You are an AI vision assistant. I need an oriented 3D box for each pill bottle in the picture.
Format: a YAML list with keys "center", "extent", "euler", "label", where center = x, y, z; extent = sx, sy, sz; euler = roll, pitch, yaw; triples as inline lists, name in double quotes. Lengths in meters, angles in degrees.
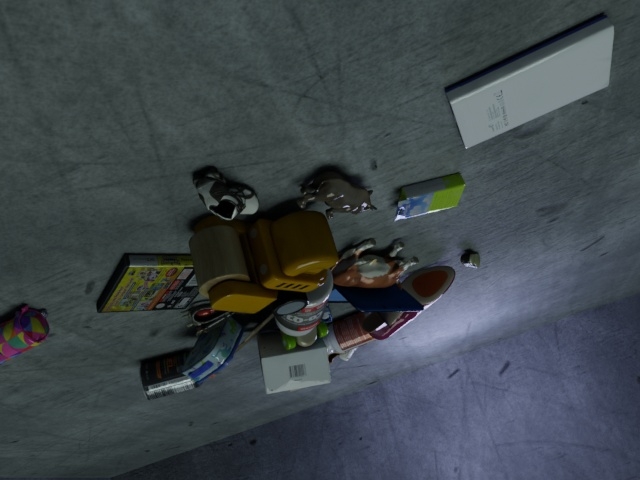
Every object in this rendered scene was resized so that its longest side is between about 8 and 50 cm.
- center: [-0.497, 0.466, 2.140]
  extent: [0.245, 0.131, 0.130]
  euler: [-14, 155, -8]
  label: "pill bottle"
- center: [0.105, 0.351, 2.300]
  extent: [0.216, 0.121, 0.121]
  euler: [-23, 154, 11]
  label: "pill bottle"
- center: [-0.058, 0.170, 1.774]
  extent: [0.161, 0.161, 0.283]
  euler: [-11, 153, -13]
  label: "pill bottle"

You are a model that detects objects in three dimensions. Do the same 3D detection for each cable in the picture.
- center: [-0.282, 0.194, 1.847]
  extent: [0.287, 0.072, 0.139]
  euler: [-29, 138, -3]
  label: "cable"

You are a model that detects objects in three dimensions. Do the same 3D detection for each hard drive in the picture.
- center: [0.427, -0.311, 1.249]
  extent: [0.318, 0.040, 0.210]
  euler: [-23, 154, 13]
  label: "hard drive"

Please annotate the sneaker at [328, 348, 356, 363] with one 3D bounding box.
- center: [0.129, 0.405, 2.429]
  extent: [0.290, 0.123, 0.106]
  euler: [-31, 150, 24]
  label: "sneaker"

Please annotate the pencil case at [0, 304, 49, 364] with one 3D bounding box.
- center: [-0.801, 0.253, 1.558]
  extent: [0.236, 0.105, 0.104]
  euler: [-29, 153, 19]
  label: "pencil case"

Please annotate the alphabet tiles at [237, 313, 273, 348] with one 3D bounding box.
- center: [-0.227, 0.314, 2.022]
  extent: [0.198, 0.009, 0.237]
  euler: [-40, 174, -42]
  label: "alphabet tiles"

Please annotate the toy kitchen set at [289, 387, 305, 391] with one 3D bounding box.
- center: [-0.085, 0.473, 2.326]
  extent: [0.122, 0.207, 0.166]
  euler: [-12, 155, -10]
  label: "toy kitchen set"

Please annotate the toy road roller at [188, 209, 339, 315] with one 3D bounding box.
- center: [-0.113, 0.032, 1.415]
  extent: [0.329, 0.203, 0.240]
  euler: [11, 142, -46]
  label: "toy road roller"

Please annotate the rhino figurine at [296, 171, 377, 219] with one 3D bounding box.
- center: [0.054, -0.097, 1.412]
  extent: [0.106, 0.073, 0.243]
  euler: [-29, 154, 29]
  label: "rhino figurine"

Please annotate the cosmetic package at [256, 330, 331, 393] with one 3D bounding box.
- center: [-0.098, 0.405, 2.125]
  extent: [0.223, 0.138, 0.225]
  euler: [-8, -167, -9]
  label: "cosmetic package"

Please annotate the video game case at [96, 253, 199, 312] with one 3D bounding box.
- center: [-0.422, 0.114, 1.585]
  extent: [0.248, 0.035, 0.275]
  euler: [1, 150, -35]
  label: "video game case"

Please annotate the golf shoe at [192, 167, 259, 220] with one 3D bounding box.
- center: [-0.191, -0.074, 1.281]
  extent: [0.077, 0.094, 0.198]
  euler: [-29, 154, 21]
  label: "golf shoe"

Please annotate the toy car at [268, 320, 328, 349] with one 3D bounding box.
- center: [-0.094, 0.283, 2.068]
  extent: [0.155, 0.149, 0.188]
  euler: [-15, -178, -30]
  label: "toy car"

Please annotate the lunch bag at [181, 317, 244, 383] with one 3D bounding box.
- center: [-0.344, 0.353, 1.948]
  extent: [0.090, 0.176, 0.219]
  euler: [40, 129, -15]
  label: "lunch bag"

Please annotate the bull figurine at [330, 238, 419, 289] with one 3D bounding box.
- center: [0.172, 0.081, 1.821]
  extent: [0.310, 0.101, 0.188]
  euler: [-2, 147, -34]
  label: "bull figurine"

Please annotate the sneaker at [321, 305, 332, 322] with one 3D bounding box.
- center: [0.014, 0.267, 2.143]
  extent: [0.053, 0.059, 0.144]
  euler: [-20, 156, 0]
  label: "sneaker"

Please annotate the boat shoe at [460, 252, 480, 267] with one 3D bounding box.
- center: [0.513, 0.067, 2.077]
  extent: [0.042, 0.049, 0.133]
  euler: [1, 174, 32]
  label: "boat shoe"

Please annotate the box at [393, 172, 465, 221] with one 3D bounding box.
- center: [0.272, -0.109, 1.560]
  extent: [0.178, 0.043, 0.109]
  euler: [-14, 154, -7]
  label: "box"

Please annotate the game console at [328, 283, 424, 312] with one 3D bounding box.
- center: [0.132, 0.201, 1.952]
  extent: [0.293, 0.174, 0.250]
  euler: [5, 147, -38]
  label: "game console"

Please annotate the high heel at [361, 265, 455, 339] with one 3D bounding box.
- center: [0.318, 0.216, 2.141]
  extent: [0.377, 0.127, 0.181]
  euler: [-32, 156, 11]
  label: "high heel"
